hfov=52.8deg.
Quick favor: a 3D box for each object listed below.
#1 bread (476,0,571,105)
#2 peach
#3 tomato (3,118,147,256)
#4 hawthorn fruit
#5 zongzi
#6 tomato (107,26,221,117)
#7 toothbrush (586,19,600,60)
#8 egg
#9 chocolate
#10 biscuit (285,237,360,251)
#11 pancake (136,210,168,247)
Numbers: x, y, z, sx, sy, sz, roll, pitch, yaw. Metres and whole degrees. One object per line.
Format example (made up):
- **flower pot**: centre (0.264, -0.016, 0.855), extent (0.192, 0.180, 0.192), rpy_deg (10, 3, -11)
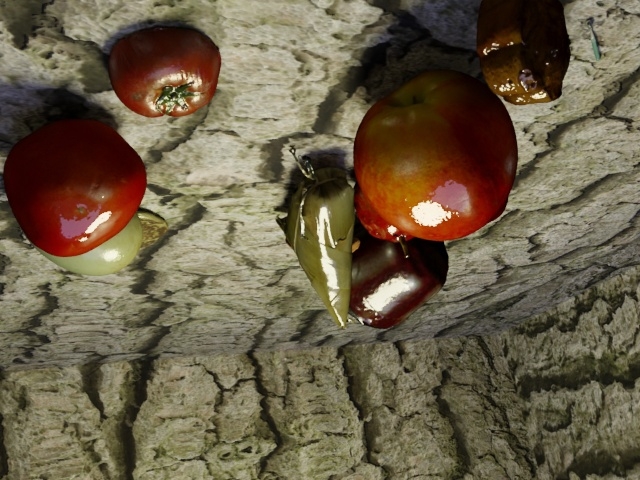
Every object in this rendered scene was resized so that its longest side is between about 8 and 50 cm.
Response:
- **bread**: centre (0.389, -0.368, 1.205), extent (0.135, 0.246, 0.232), rpy_deg (-11, 155, 44)
- **peach**: centre (0.259, -0.170, 1.412), extent (0.389, 0.388, 0.388), rpy_deg (-10, 157, -4)
- **tomato**: centre (-0.510, -0.103, 1.341), extent (0.299, 0.226, 0.298), rpy_deg (-11, 123, -17)
- **hawthorn fruit**: centre (0.206, -0.082, 1.760), extent (0.210, 0.265, 0.230), rpy_deg (-25, 155, 17)
- **zongzi**: centre (0.034, -0.006, 1.711), extent (0.182, 0.417, 0.447), rpy_deg (-16, 162, -15)
- **tomato**: centre (-0.290, -0.306, 1.235), extent (0.225, 0.084, 0.225), rpy_deg (-11, 155, -5)
- **toothbrush**: centre (0.604, -0.438, 1.425), extent (0.011, 0.014, 0.167), rpy_deg (-4, 164, 29)
- **egg**: centre (-0.584, -0.031, 1.576), extent (0.296, 0.218, 0.218), rpy_deg (21, 144, -27)
- **chocolate**: centre (0.223, 0.054, 2.041), extent (0.384, 0.383, 0.331), rpy_deg (10, 134, -42)
- **biscuit**: centre (0.000, 0.000, 2.008), extent (0.280, 0.183, 0.043), rpy_deg (9, 139, 36)
- **pancake**: centre (-0.556, -0.028, 1.827), extent (0.250, 0.031, 0.250), rpy_deg (-9, 158, -4)
